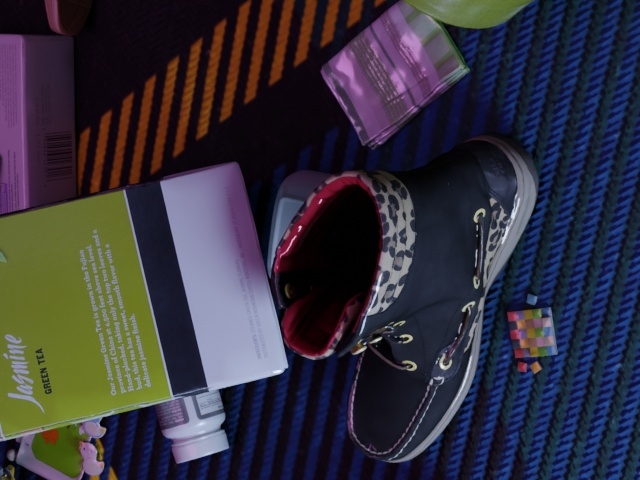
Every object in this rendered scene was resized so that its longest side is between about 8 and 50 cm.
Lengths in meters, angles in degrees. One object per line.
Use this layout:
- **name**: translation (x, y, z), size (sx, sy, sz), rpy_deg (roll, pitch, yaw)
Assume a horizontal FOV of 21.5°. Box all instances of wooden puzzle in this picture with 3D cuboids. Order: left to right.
- **wooden puzzle**: translation (0.219, 0.096, 1.738), size (0.049, 0.006, 0.083), rpy_deg (-8, 92, 36)

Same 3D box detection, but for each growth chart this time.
- **growth chart**: translation (-0.339, 0.201, 2.134), size (0.172, 0.021, 0.237), rpy_deg (10, 104, 34)

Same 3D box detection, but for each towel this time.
- **towel**: translation (0.076, -0.182, 1.790), size (0.152, 0.023, 0.113), rpy_deg (-39, 75, 32)

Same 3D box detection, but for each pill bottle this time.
- **pill bottle**: translation (-0.156, 0.186, 1.969), size (0.078, 0.078, 0.137), rpy_deg (-18, 86, 35)

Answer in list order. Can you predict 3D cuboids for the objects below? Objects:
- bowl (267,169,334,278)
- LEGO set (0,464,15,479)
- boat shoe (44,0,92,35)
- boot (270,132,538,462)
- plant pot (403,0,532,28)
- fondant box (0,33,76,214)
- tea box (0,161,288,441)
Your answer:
- **bowl**: translation (0.000, 0.000, 1.851), size (0.142, 0.053, 0.142), rpy_deg (17, 105, 31)
- **LEGO set**: translation (-0.487, 0.186, 2.171), size (0.331, 0.192, 0.255), rpy_deg (22, 138, 45)
- **boat shoe**: translation (-0.314, -0.328, 2.022), size (0.059, 0.063, 0.170), rpy_deg (-2, 86, 38)
- **boot**: translation (0.060, 0.073, 1.674), size (0.138, 0.284, 0.377), rpy_deg (35, 114, 26)
- **plant pot**: translation (0.195, -0.380, 1.509), size (0.353, 0.366, 0.366), rpy_deg (-42, 72, 43)
- **fondant box**: translation (-0.459, -0.144, 2.125), size (0.330, 0.096, 0.238), rpy_deg (6, 100, 33)
- **tea box**: translation (-0.219, 0.066, 1.768), size (0.324, 0.329, 0.220), rpy_deg (-12, 88, -4)
